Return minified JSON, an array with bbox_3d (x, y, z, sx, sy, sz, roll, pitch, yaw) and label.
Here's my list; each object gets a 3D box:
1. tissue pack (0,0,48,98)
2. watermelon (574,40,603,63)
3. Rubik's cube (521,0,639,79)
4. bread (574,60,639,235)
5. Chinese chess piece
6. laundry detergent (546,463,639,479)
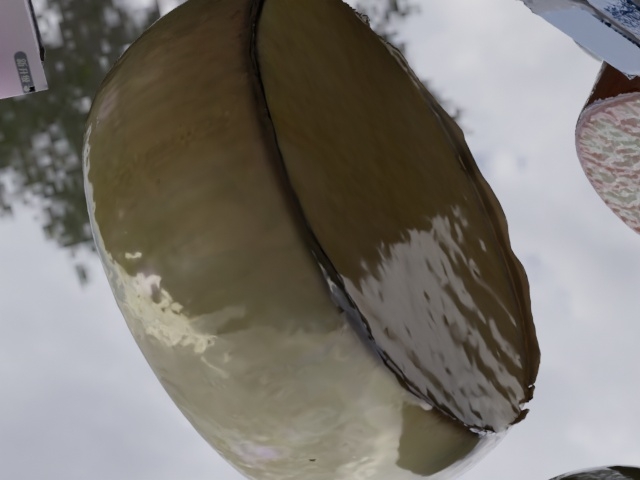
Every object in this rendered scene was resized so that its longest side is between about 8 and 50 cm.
[{"bbox_3d":[-0.338,-0.239,1.630,0.149,0.246,0.092,-12,-148,-2],"label":"tissue pack"},{"bbox_3d":[0.280,-0.199,1.801,0.069,0.087,0.163,-12,-166,-16],"label":"watermelon"},{"bbox_3d":[0.204,-0.286,1.130,0.293,0.288,0.283,-58,-166,-6],"label":"Rubik's cube"},{"bbox_3d":[0.352,-0.072,1.475,0.295,0.327,0.114,24,-109,3],"label":"bread"},{"bbox_3d":[0.000,0.000,0.884,0.104,0.257,0.257,-28,-159,24],"label":"Chinese chess piece"},{"bbox_3d":[0.159,0.176,0.770,0.091,0.181,0.253,-7,170,-24],"label":"laundry detergent"}]
